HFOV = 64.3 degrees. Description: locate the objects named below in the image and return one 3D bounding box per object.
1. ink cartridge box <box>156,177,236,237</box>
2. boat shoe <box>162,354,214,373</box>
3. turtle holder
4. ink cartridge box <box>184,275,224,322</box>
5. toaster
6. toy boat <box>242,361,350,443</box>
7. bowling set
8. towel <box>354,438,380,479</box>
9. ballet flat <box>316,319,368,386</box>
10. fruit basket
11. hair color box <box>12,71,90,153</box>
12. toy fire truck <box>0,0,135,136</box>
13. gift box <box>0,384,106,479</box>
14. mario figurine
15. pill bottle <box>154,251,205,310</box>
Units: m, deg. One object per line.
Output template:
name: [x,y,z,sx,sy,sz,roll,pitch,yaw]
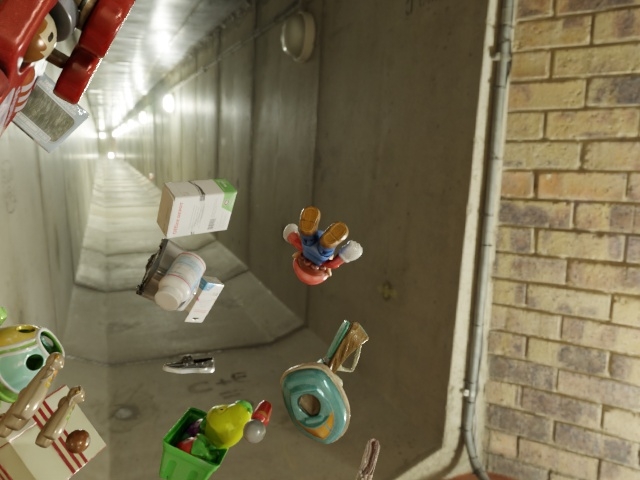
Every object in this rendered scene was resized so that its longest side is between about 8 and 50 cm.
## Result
ink cartridge box: [-0.397,-0.106,1.629,0.219,0.160,0.092,-10,-135,-40]
boat shoe: [-0.571,0.537,2.229,0.229,0.076,0.080,9,177,-26]
turtle holder: [-1.017,0.372,1.704,0.227,0.320,0.243,-27,176,-2]
ink cartridge box: [-0.471,0.230,1.996,0.062,0.181,0.104,36,-172,30]
toaster: [-0.436,0.107,1.486,0.146,0.129,0.227,30,-155,-20]
toy boat: [-0.073,0.507,1.495,0.318,0.267,0.148,-20,-166,18]
bowling set: [-0.622,0.400,1.207,0.287,0.200,0.154,-32,-151,41]
towel: [0.118,0.864,1.689,0.053,0.331,0.317,18,180,12]
ballet flat: [0.051,0.436,1.773,0.124,0.342,0.116,34,-175,-11]
fruit basket: [-0.462,0.795,2.112,0.283,0.392,0.392,25,-169,2]
hair color box: [-0.631,-0.308,1.072,0.113,0.185,0.374,-50,-144,-13]
toy fire truck: [-0.385,-0.239,0.655,0.169,0.253,0.302,29,145,-29]
gift box: [-0.812,0.579,1.418,0.255,0.258,0.276,-34,180,19]
mario figurine: [0.000,0.000,1.438,0.170,0.198,0.320,-20,161,-14]
pill bottle: [-0.376,0.109,1.360,0.087,0.087,0.160,3,-143,14]
